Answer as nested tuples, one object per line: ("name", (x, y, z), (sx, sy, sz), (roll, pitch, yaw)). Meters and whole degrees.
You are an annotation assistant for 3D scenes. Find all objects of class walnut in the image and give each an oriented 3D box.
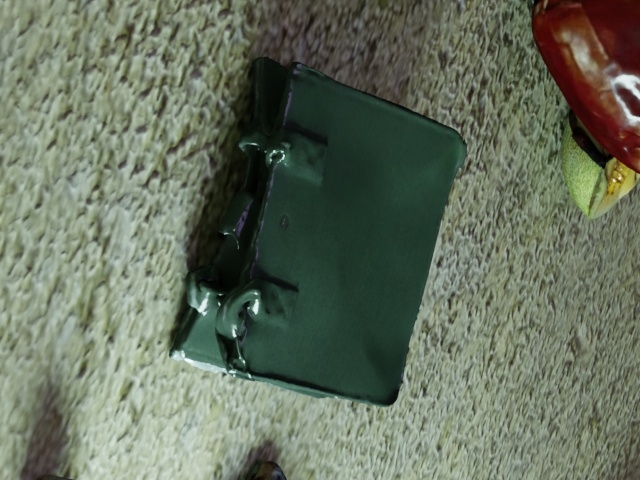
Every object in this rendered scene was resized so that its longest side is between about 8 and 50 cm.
("walnut", (0.339, -0.185, 1.855), (0.222, 0.269, 0.244), (-40, -174, 13))

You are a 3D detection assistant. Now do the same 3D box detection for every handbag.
("handbag", (0.002, 0.000, 1.547), (0.260, 0.079, 0.247), (21, 83, -55))

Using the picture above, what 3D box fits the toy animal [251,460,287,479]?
("toy animal", (-0.036, 0.289, 1.602), (0.188, 0.089, 0.179), (51, 44, -46))

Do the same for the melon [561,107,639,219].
("melon", (0.282, -0.087, 1.962), (0.160, 0.079, 0.128), (-35, 147, -48))

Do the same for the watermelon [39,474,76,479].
("watermelon", (-0.180, 0.208, 1.350), (0.072, 0.092, 0.084), (19, 74, -20))
